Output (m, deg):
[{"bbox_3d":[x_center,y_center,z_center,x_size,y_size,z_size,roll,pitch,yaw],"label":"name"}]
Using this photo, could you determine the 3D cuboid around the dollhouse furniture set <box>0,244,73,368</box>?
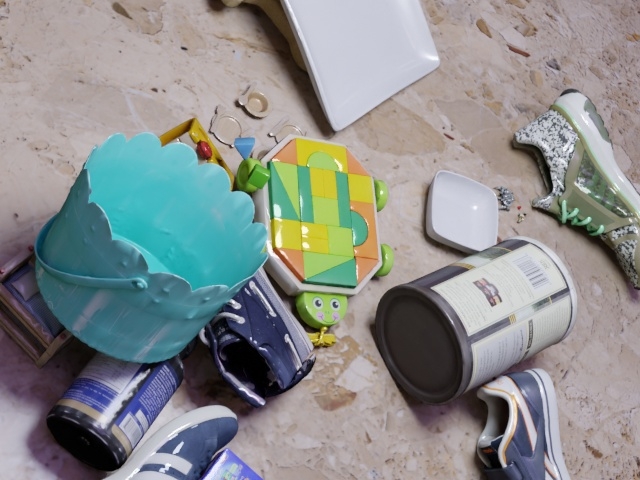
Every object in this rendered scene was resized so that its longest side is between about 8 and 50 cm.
[{"bbox_3d":[-0.352,0.056,1.477,0.129,0.129,0.183,47,54,-3],"label":"dollhouse furniture set"}]

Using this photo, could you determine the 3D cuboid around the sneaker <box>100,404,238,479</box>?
[{"bbox_3d":[-0.210,0.353,1.389,0.148,0.131,0.350,39,48,20],"label":"sneaker"}]

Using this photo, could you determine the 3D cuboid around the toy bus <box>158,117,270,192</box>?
[{"bbox_3d":[-0.182,-0.089,1.652,0.190,0.202,0.104,15,23,-6],"label":"toy bus"}]

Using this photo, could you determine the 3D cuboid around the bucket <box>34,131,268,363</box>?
[{"bbox_3d":[-0.227,0.012,1.393,0.281,0.183,0.281,30,31,-20],"label":"bucket"}]

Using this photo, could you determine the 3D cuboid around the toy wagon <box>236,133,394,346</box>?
[{"bbox_3d":[0.000,0.000,1.730,0.267,0.068,0.345,7,68,-31],"label":"toy wagon"}]

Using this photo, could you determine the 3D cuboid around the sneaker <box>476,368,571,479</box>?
[{"bbox_3d":[0.328,0.375,1.724,0.127,0.126,0.321,-6,77,-19],"label":"sneaker"}]

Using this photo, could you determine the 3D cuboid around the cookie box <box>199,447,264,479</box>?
[{"bbox_3d":[-0.126,0.367,1.518,0.107,0.040,0.092,43,54,-5],"label":"cookie box"}]

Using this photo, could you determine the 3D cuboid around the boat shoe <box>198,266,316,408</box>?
[{"bbox_3d":[-0.139,0.088,1.550,0.340,0.127,0.158,49,16,-2],"label":"boat shoe"}]

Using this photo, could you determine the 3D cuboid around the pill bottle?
[{"bbox_3d":[-0.265,0.197,1.467,0.123,0.123,0.219,40,54,-8],"label":"pill bottle"}]

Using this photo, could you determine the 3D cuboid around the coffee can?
[{"bbox_3d":[0.257,0.127,1.747,0.275,0.201,0.202,-20,79,-35],"label":"coffee can"}]

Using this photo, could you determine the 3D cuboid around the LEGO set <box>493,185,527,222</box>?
[{"bbox_3d":[0.361,-0.073,2.007,0.083,0.023,0.054,33,56,-13],"label":"LEGO set"}]

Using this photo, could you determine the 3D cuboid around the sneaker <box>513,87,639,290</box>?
[{"bbox_3d":[0.500,-0.076,2.050,0.182,0.158,0.410,-26,83,-4],"label":"sneaker"}]

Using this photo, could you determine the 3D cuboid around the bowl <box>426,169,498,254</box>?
[{"bbox_3d":[0.248,-0.044,1.912,0.142,0.053,0.142,19,60,-20],"label":"bowl"}]

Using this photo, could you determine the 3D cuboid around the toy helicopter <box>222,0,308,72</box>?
[{"bbox_3d":[-0.088,-0.455,1.888,0.355,0.140,0.235,53,44,-12],"label":"toy helicopter"}]

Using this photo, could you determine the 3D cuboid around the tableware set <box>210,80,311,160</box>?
[{"bbox_3d":[-0.099,-0.184,1.799,0.168,0.020,0.141,41,55,-8],"label":"tableware set"}]

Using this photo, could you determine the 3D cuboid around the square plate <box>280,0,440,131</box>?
[{"bbox_3d":[0.055,-0.412,1.906,0.347,0.049,0.344,-37,110,-42],"label":"square plate"}]
